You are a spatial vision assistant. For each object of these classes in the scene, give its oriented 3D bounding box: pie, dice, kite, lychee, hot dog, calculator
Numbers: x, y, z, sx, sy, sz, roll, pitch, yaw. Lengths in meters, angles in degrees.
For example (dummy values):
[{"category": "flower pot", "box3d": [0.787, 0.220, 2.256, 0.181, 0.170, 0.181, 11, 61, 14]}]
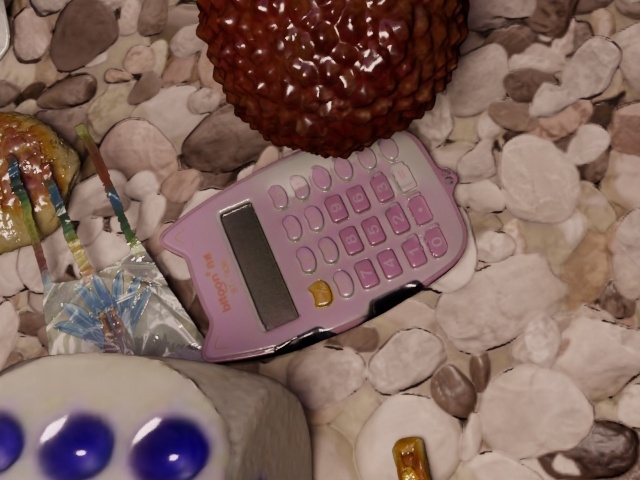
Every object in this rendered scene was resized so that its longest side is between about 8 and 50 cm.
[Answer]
[{"category": "pie", "box3d": [-0.350, -0.061, 1.119, 0.193, 0.079, 0.163, -17, 70, 5]}, {"category": "dice", "box3d": [-0.160, 0.232, 0.854, 0.259, 0.251, 0.243, 1, 70, 14]}, {"category": "kite", "box3d": [-0.216, 0.034, 1.044, 0.169, 0.015, 0.310, -18, 81, 6]}, {"category": "lychee", "box3d": [0.010, -0.221, 0.988, 0.264, 0.264, 0.300, 3, 66, 15]}, {"category": "hot dog", "box3d": [0.084, 0.215, 0.919, 0.030, 0.034, 0.090, -16, 65, 6]}, {"category": "calculator", "box3d": [0.000, 0.001, 1.026, 0.294, 0.043, 0.194, -24, 64, 0]}]

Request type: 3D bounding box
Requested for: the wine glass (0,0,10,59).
[{"category": "wine glass", "box3d": [-0.475, -0.257, 1.192, 0.196, 0.165, 0.165, 21, 75, 29]}]
